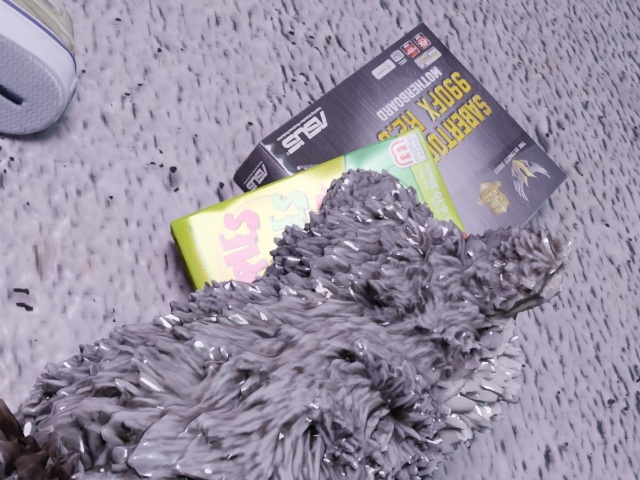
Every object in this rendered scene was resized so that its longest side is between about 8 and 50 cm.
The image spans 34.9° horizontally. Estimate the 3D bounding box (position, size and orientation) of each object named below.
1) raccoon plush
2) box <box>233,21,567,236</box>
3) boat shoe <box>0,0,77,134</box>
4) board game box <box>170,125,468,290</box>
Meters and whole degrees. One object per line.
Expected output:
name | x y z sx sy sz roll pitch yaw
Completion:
raccoon plush | -0.009 0.055 0.460 0.216 0.446 0.299 30 79 13
box | 0.071 -0.050 0.805 0.183 0.056 0.231 47 51 2
boat shoe | -0.282 -0.177 0.628 0.302 0.109 0.094 39 29 -34
board game box | 0.000 0.000 0.688 0.181 0.043 0.092 -22 85 -11
